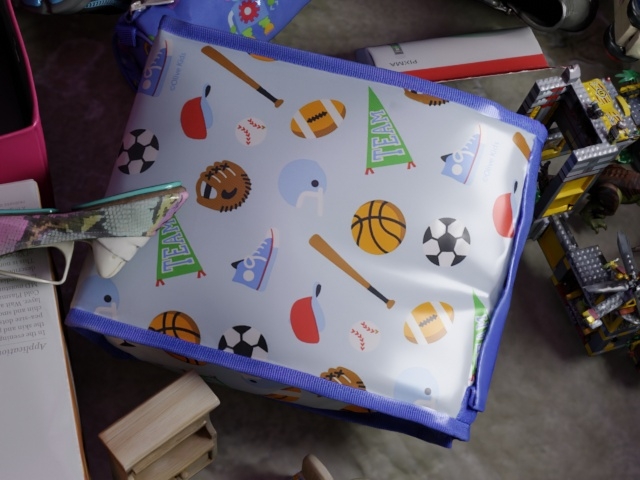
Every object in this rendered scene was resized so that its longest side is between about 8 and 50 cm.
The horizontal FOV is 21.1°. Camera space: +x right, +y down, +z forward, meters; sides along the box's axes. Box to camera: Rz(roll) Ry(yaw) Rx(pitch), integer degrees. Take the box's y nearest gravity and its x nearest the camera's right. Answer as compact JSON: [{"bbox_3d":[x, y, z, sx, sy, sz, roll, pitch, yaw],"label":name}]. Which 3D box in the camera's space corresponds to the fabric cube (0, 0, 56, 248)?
[{"bbox_3d":[-0.414,-0.124,1.707,0.259,0.258,0.254,-15,66,-9],"label":"fabric cube"}]

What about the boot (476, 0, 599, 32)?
[{"bbox_3d":[0.175,-0.292,1.847,0.246,0.161,0.083,26,106,22],"label":"boot"}]

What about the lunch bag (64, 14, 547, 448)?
[{"bbox_3d":[0.000,0.000,1.653,0.385,0.239,0.328,12,80,12],"label":"lunch bag"}]

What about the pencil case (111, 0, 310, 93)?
[{"bbox_3d":[-0.096,-0.270,1.861,0.306,0.133,0.119,-44,41,-21],"label":"pencil case"}]

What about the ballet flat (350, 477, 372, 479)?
[{"bbox_3d":[0.092,0.288,1.650,0.173,0.049,0.057,41,69,15],"label":"ballet flat"}]

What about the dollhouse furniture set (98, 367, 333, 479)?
[{"bbox_3d":[-0.088,0.265,1.591,0.212,0.161,0.242,-35,71,-17],"label":"dollhouse furniture set"}]

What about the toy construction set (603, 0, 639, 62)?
[{"bbox_3d":[0.419,-0.263,1.845,0.215,0.151,0.327,13,43,-14],"label":"toy construction set"}]

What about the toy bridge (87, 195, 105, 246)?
[{"bbox_3d":[-0.207,-0.016,1.792,0.063,0.026,0.188,16,65,6],"label":"toy bridge"}]

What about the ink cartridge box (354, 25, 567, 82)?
[{"bbox_3d":[0.141,-0.191,1.788,0.181,0.225,0.056,-8,94,-7],"label":"ink cartridge box"}]

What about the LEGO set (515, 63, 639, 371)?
[{"bbox_3d":[0.326,-0.047,1.719,0.255,0.192,0.331,-7,63,-19],"label":"LEGO set"}]

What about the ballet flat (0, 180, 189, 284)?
[{"bbox_3d":[-0.224,-0.001,1.532,0.221,0.077,0.079,-8,87,-1],"label":"ballet flat"}]

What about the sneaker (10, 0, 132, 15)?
[{"bbox_3d":[-0.355,-0.320,1.890,0.341,0.140,0.125,31,103,28],"label":"sneaker"}]

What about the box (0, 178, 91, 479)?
[{"bbox_3d":[-0.312,0.152,1.604,0.168,0.215,0.345,-10,66,-8],"label":"box"}]
